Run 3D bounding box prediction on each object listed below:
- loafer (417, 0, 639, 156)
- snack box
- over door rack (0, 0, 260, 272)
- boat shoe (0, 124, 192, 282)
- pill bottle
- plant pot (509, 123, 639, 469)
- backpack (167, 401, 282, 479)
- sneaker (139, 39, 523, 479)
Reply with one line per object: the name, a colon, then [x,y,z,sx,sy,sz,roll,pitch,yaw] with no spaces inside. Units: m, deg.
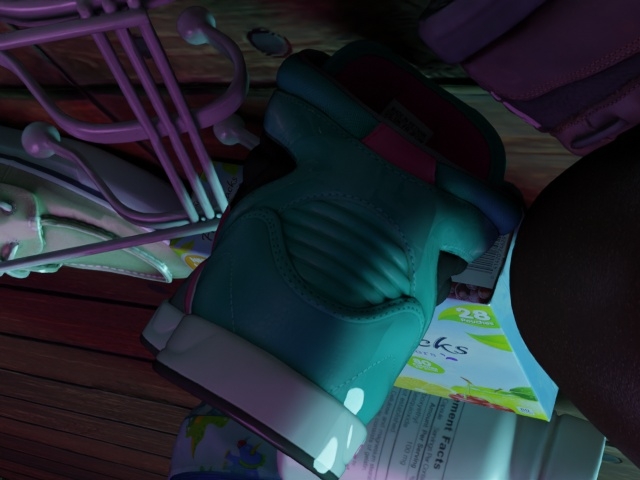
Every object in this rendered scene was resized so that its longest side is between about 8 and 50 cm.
loafer: [0.123,-0.082,0.301,0.084,0.096,0.267,47,161,-12]
snack box: [0.037,0.032,0.702,0.207,0.070,0.174,9,155,26]
over door rack: [-0.193,-0.042,0.516,0.324,0.108,0.239,-21,159,-3]
boat shoe: [-0.218,-0.022,0.774,0.302,0.094,0.109,18,158,8]
pill bottle: [0.093,0.157,0.865,0.229,0.131,0.131,16,158,13]
plant pot: [0.177,0.022,0.408,0.215,0.215,0.230,30,171,-21]
backpack: [0.030,0.254,1.041,0.355,0.273,0.290,-1,161,-4]
sneaker: [0.000,0.000,0.529,0.123,0.178,0.295,34,173,-7]
